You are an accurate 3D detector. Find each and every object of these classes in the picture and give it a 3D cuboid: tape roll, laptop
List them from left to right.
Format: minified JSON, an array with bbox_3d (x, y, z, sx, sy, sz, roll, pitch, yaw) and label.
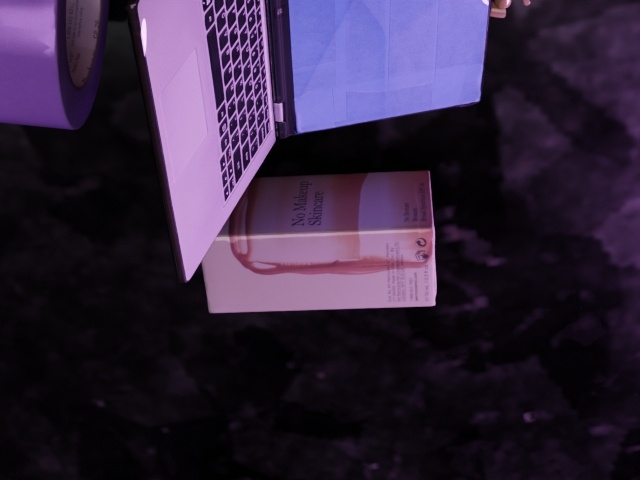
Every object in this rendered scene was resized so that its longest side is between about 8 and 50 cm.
[{"bbox_3d":[-0.297,-0.261,1.225,0.090,0.275,0.275,6,126,0],"label":"tape roll"},{"bbox_3d":[0.015,-0.191,1.197,0.236,0.408,0.382,15,140,16],"label":"laptop"}]

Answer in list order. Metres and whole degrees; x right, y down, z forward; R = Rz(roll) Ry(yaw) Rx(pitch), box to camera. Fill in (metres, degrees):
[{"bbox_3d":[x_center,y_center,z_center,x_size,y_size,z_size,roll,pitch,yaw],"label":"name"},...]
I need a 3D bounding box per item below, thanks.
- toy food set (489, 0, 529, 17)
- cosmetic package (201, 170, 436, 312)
[{"bbox_3d":[0.182,-0.292,1.338,0.122,0.019,0.078,-11,124,20],"label":"toy food set"},{"bbox_3d":[0.000,0.000,1.477,0.296,0.153,0.129,-3,124,4],"label":"cosmetic package"}]
